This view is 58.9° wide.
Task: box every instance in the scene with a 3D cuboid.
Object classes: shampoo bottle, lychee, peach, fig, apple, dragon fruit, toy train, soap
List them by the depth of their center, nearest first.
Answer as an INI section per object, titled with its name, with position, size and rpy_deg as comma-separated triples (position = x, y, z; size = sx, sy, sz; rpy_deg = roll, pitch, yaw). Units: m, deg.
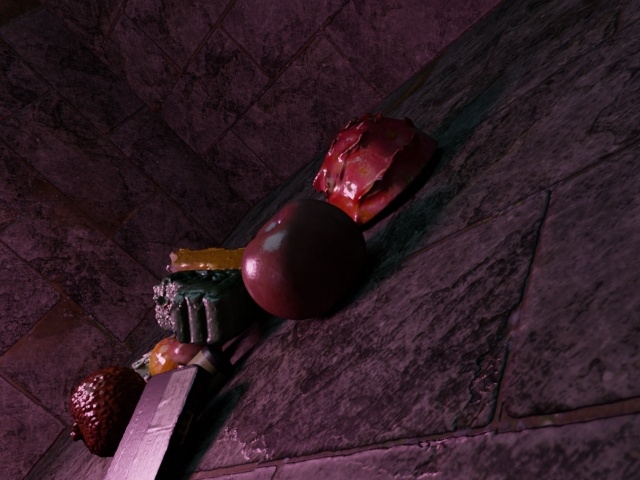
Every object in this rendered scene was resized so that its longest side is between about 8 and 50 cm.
[apple]
position = -0.042, 0.040, 1.335
size = 0.306, 0.235, 0.306
rpy_deg = -41, 13, 11
[shampoo bottle]
position = -0.360, 0.408, 1.499
size = 0.284, 0.101, 0.101
rpy_deg = -47, 12, -4
[dragon fruit]
position = 0.133, -0.215, 1.616
size = 0.386, 0.249, 0.371
rpy_deg = -50, 8, -28
[peach]
position = -0.363, 0.336, 1.670
size = 0.152, 0.152, 0.152
rpy_deg = -43, 13, 12
[lychee]
position = -0.637, 0.519, 1.729
size = 0.260, 0.260, 0.260
rpy_deg = -43, 13, 12
[fig]
position = -0.495, 0.410, 1.802
size = 0.257, 0.159, 0.159
rpy_deg = -36, 15, 26
[toy train]
position = -0.553, 0.400, 1.913
size = 0.176, 0.074, 0.118
rpy_deg = -31, 16, 3
[soap]
position = -0.338, 0.072, 2.035
size = 0.338, 0.304, 0.169
rpy_deg = -41, 17, 21

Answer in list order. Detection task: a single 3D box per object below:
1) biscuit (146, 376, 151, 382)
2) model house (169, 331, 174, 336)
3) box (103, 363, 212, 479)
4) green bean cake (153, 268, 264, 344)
[biscuit]
position = -0.533, 0.451, 1.907
size = 0.234, 0.030, 0.153
rpy_deg = -9, 31, 32
[model house]
position = -0.487, 0.276, 2.235
size = 0.261, 0.226, 0.241
rpy_deg = -37, 52, 46
[box]
position = -0.381, 0.457, 1.302
size = 0.211, 0.058, 0.350
rpy_deg = -21, 36, 35
[green bean cake]
position = -0.344, 0.183, 1.627
size = 0.300, 0.169, 0.308
rpy_deg = -4, 9, 13
